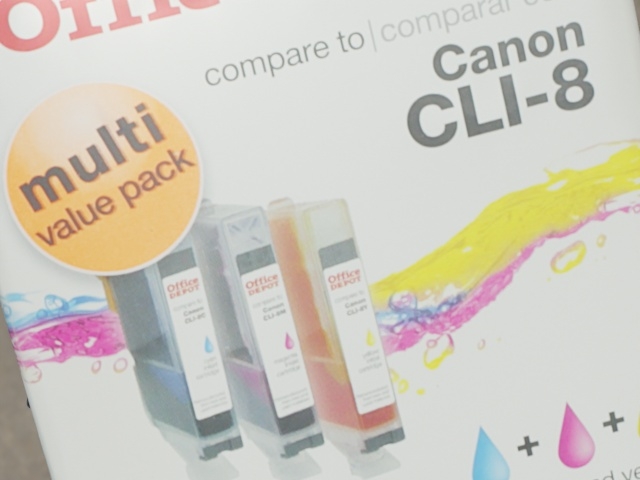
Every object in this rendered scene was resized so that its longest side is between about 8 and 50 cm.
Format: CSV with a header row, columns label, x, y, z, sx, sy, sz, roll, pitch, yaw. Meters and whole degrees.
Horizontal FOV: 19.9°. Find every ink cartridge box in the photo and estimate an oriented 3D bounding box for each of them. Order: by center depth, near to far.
label,x,y,z,sx,sy,sz,roll,pitch,yaw
ink cartridge box,0.000,0.000,0.389,0.127,0.128,0.176,-114,10,-76

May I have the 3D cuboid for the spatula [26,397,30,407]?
label,x,y,z,sx,sy,sz,roll,pitch,yaw
spatula,-0.180,0.033,1.589,0.030,0.084,0.296,37,107,14
